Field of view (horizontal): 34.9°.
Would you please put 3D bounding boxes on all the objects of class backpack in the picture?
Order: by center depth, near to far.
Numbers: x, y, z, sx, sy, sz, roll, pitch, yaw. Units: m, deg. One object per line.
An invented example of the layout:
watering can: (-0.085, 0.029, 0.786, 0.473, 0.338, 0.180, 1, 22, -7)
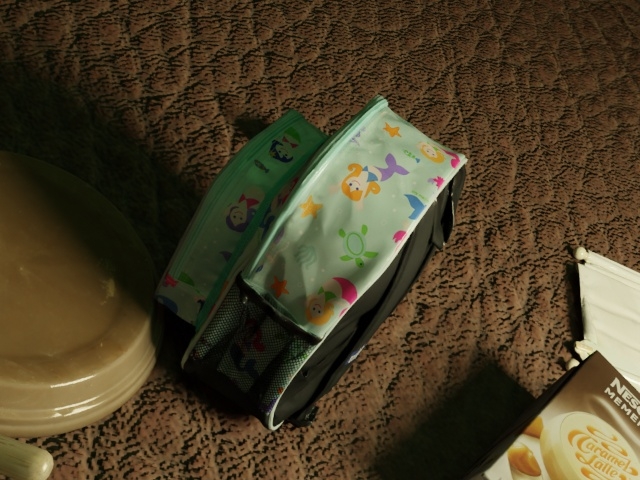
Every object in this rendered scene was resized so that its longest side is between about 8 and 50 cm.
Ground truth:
backpack: (0.000, 0.000, 0.843, 0.191, 0.253, 0.225, 41, 36, 2)

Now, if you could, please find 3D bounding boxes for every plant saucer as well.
plant saucer: (-0.248, 0.026, 0.809, 0.278, 0.041, 0.277, 20, 43, -20)

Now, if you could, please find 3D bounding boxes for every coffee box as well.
coffee box: (0.223, 0.221, 0.922, 0.141, 0.098, 0.246, 47, 40, 11)

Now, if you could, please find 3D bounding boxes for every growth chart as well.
growth chart: (0.365, 0.105, 1.206, 0.172, 0.021, 0.237, 30, 40, -10)

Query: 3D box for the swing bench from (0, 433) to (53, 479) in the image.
swing bench: (-0.308, 0.164, 0.466, 0.255, 0.165, 0.253, 31, 39, -5)

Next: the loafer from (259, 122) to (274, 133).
loafer: (0.002, -0.081, 1.087, 0.148, 0.056, 0.050, 42, 45, 6)
